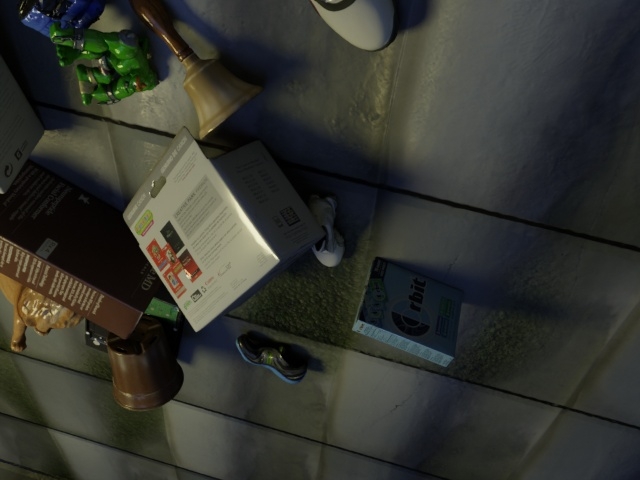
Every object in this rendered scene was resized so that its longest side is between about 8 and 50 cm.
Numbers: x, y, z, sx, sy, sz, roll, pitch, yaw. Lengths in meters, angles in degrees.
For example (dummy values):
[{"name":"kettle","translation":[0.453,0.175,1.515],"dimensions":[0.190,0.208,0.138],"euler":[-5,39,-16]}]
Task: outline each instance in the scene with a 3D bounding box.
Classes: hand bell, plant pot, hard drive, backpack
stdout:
[{"name":"hand bell","translation":[-0.209,-0.285,0.947],"dimensions":[0.126,0.126,0.242],"euler":[-28,106,40]},{"name":"plant pot","translation":[-0.409,0.272,1.452],"dimensions":[0.167,0.167,0.165],"euler":[8,127,13]},{"name":"hard drive","translation":[-0.451,0.191,1.536],"dimensions":[0.237,0.064,0.339],"euler":[21,138,-1]},{"name":"backpack","translation":[-0.380,-0.351,0.925],"dimensions":[0.120,0.098,0.101],"euler":[-23,142,35]}]

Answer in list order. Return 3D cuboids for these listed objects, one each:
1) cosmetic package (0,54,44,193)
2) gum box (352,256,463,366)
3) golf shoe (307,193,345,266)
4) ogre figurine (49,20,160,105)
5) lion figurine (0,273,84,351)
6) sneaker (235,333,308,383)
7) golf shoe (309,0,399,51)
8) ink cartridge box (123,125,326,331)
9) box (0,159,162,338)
[{"name":"cosmetic package","translation":[-0.651,-0.284,0.986],"dimensions":[0.230,0.161,0.453],"euler":[13,150,8]},{"name":"gum box","translation":[0.165,0.130,1.169],"dimensions":[0.184,0.157,0.041],"euler":[22,138,-2]},{"name":"golf shoe","translation":[0.000,0.000,1.152],"dimensions":[0.069,0.086,0.176],"euler":[2,136,16]},{"name":"ogre figurine","translation":[-0.324,-0.272,0.972],"dimensions":[0.118,0.097,0.197],"euler":[-6,144,0]},{"name":"lion figurine","translation":[-0.679,0.083,1.422],"dimensions":[0.392,0.142,0.240],"euler":[37,124,14]},{"name":"sneaker","translation":[-0.113,0.268,1.498],"dimensions":[0.188,0.067,0.078],"euler":[30,116,-8]},{"name":"golf shoe","translation":[-0.001,-0.334,0.785],"dimensions":[0.105,0.120,0.273],"euler":[-21,125,34]},{"name":"ink cartridge box","translation":[-0.186,-0.028,1.130],"dimensions":[0.272,0.130,0.309],"euler":[55,133,4]},{"name":"box","translation":[-0.504,0.016,1.281],"dimensions":[0.381,0.191,0.143],"euler":[31,137,-13]}]
